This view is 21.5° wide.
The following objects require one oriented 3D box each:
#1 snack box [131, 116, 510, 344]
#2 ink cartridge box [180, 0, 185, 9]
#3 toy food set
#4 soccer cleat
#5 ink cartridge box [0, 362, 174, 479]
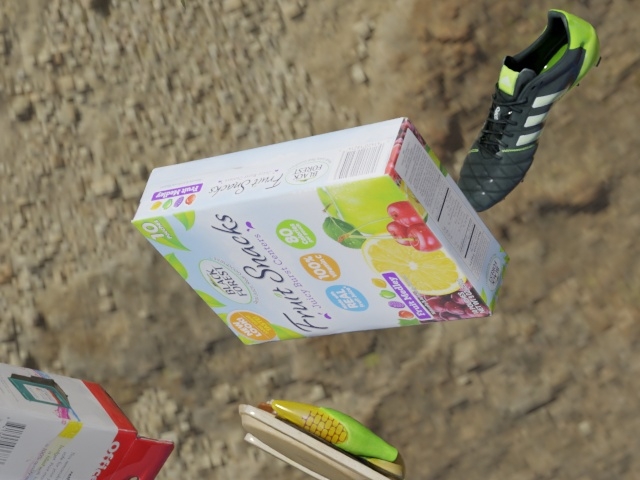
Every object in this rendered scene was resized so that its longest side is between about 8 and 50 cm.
[{"bbox_3d":[0.000,0.000,0.763,0.141,0.037,0.100,-8,136,34],"label":"snack box"},{"bbox_3d":[-0.101,-0.340,1.357,0.097,0.255,0.189,-10,168,2],"label":"ink cartridge box"},{"bbox_3d":[0.002,0.147,1.239,0.132,0.192,0.038,28,77,3],"label":"toy food set"},{"bbox_3d":[0.157,-0.106,1.352,0.072,0.060,0.179,27,98,-49],"label":"soccer cleat"},{"bbox_3d":[-0.248,0.180,1.387,0.231,0.078,0.134,19,109,-46],"label":"ink cartridge box"}]
